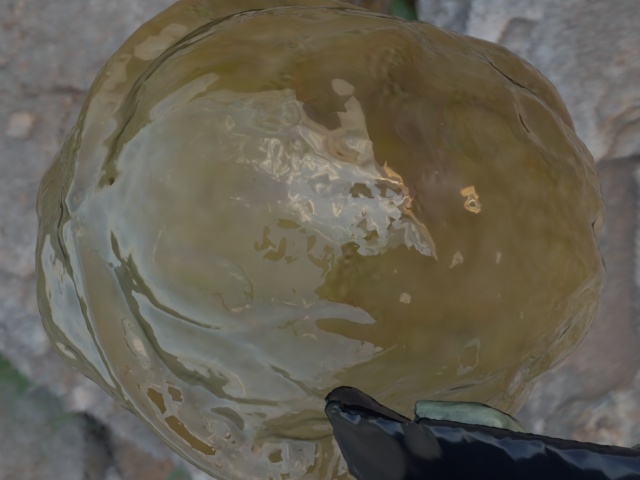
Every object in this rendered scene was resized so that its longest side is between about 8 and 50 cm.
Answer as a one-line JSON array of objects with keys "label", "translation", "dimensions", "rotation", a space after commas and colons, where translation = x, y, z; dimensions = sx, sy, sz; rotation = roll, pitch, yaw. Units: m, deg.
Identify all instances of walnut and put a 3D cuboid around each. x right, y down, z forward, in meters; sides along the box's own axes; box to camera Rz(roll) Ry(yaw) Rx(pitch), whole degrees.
[{"label": "walnut", "translation": [0.000, 0.000, 1.063], "dimensions": [0.381, 0.381, 0.381], "rotation": [12, 111, 34]}]

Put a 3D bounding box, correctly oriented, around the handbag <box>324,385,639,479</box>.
[{"label": "handbag", "translation": [0.180, 0.160, 0.705], "dimensions": [0.303, 0.329, 0.122], "rotation": [2, 76, 58]}]
